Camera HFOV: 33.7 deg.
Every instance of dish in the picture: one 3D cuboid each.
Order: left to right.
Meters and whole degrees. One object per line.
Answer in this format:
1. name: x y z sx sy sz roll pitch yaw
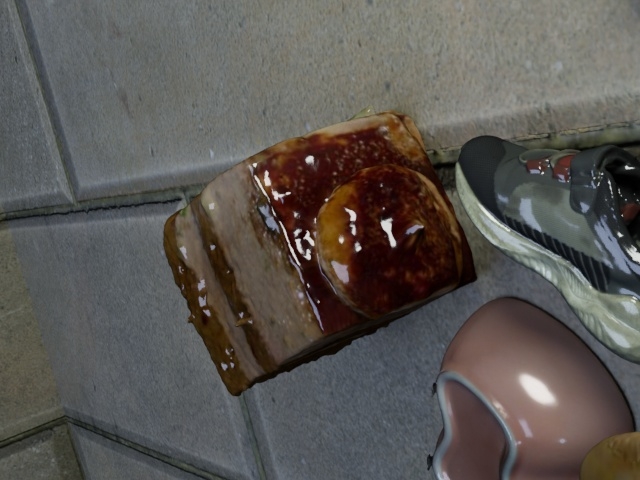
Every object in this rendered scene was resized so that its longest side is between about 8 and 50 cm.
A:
1. dish: 0.156 0.164 0.900 0.213 0.090 0.213 35 135 45

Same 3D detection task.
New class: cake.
1. cake: 0.000 0.000 0.955 0.293 0.196 0.199 -37 73 60

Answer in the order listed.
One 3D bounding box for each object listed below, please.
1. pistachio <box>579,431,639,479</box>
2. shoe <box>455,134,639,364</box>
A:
1. pistachio: 0.282 0.194 0.648 0.212 0.163 0.260 41 151 -16
2. shoe: 0.194 -0.019 0.743 0.227 0.099 0.112 49 136 27
